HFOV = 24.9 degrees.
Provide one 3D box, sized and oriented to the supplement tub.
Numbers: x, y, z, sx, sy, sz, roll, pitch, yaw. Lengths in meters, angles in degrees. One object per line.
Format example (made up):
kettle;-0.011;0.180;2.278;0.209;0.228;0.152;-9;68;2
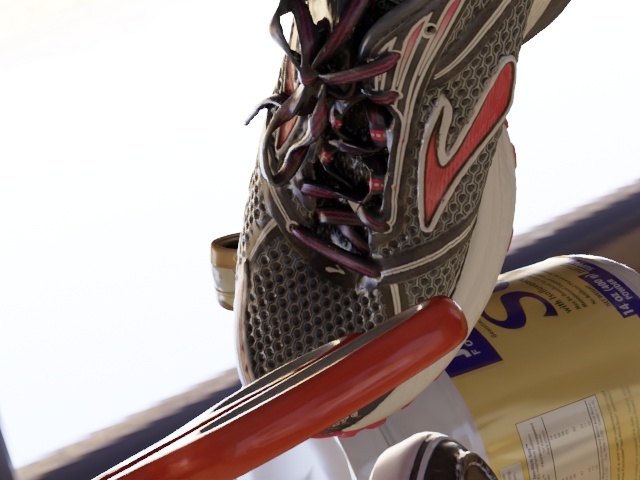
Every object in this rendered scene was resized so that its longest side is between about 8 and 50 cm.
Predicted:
supplement tub;0.120;0.159;1.158;0.331;0.241;0.241;-15;-170;-31

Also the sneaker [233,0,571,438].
sneaker;0.019;-0.060;0.560;0.120;0.299;0.112;24;-160;23

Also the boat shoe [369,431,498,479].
boat shoe;0.092;0.183;0.631;0.102;0.108;0.301;-35;-152;18

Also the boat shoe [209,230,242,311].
boat shoe;0.000;0.000;0.842;0.135;0.045;0.050;-20;-153;-11

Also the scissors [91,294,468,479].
scissors;-0.088;0.090;0.429;0.297;0.021;0.109;-27;-178;-21
